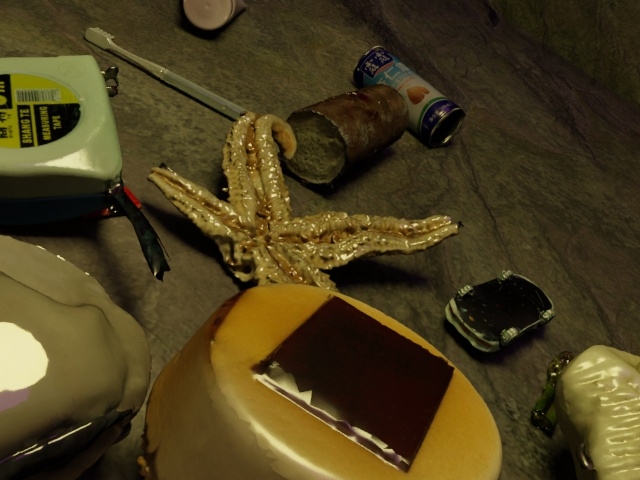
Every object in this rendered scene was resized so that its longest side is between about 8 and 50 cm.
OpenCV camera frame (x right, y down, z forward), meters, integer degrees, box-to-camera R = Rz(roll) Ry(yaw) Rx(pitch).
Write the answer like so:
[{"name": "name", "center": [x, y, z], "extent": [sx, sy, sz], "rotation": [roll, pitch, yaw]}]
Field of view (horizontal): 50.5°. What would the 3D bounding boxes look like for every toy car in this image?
[{"name": "toy car", "center": [0.251, 0.097, 0.932], "extent": [0.204, 0.056, 0.095], "rotation": [-11, 49, -48]}]

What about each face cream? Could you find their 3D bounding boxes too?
[{"name": "face cream", "center": [-0.221, -0.489, 1.374], "extent": [0.154, 0.096, 0.274], "rotation": [15, 22, -13]}]

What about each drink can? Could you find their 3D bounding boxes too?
[{"name": "drink can", "center": [0.176, -0.291, 1.367], "extent": [0.097, 0.097, 0.235], "rotation": [-16, 53, -46]}]

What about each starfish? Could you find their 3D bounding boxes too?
[{"name": "starfish", "center": [0.000, 0.000, 0.848], "extent": [0.432, 0.083, 0.324], "rotation": [37, 44, 18]}]

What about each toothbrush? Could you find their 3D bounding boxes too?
[{"name": "toothbrush", "center": [-0.231, -0.258, 1.101], "extent": [0.342, 0.025, 0.030], "rotation": [29, 31, 3]}]

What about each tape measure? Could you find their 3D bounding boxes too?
[{"name": "tape measure", "center": [-0.294, -0.064, 0.710], "extent": [0.215, 0.098, 0.351], "rotation": [-7, 48, -23]}]

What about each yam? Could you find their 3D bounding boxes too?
[{"name": "yam", "center": [0.043, -0.176, 1.093], "extent": [0.131, 0.131, 0.279], "rotation": [35, 32, 12]}]

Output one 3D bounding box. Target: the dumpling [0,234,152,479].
[{"name": "dumpling", "center": [-0.243, 0.092, 0.448], "extent": [0.292, 0.205, 0.163], "rotation": [-15, 7, -41]}]

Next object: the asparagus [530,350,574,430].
[{"name": "asparagus", "center": [0.302, 0.187, 0.872], "extent": [0.036, 0.030, 0.165], "rotation": [10, 27, 25]}]

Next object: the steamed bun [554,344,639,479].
[{"name": "steamed bun", "center": [0.401, 0.252, 0.671], "extent": [0.394, 0.238, 0.346], "rotation": [-42, 39, -22]}]

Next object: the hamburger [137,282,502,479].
[{"name": "hamburger", "center": [-0.001, 0.170, 0.550], "extent": [0.301, 0.170, 0.302], "rotation": [21, 24, -10]}]

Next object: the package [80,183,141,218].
[{"name": "package", "center": [-0.306, -0.097, 0.831], "extent": [0.083, 0.022, 0.200], "rotation": [-17, 55, -46]}]
